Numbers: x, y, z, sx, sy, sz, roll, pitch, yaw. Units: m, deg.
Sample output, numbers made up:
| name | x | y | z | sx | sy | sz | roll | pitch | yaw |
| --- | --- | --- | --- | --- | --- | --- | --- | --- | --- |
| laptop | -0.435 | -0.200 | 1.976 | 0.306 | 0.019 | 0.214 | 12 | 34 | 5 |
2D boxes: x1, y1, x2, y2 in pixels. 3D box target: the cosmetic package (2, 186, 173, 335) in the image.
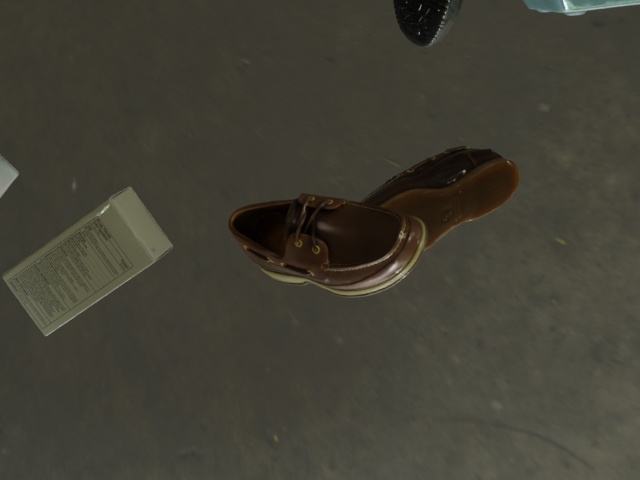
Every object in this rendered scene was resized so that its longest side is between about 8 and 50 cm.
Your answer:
| name | x | y | z | sx | sy | sz | roll | pitch | yaw |
| --- | --- | --- | --- | --- | --- | --- | --- | --- | --- |
| cosmetic package | -0.174 | 0.016 | 1.126 | 0.115 | 0.041 | 0.060 | -32 | 96 | 22 |

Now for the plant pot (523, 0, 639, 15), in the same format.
| name | x | y | z | sx | sy | sz | roll | pitch | yaw |
| --- | --- | --- | --- | --- | --- | --- | --- | --- | --- |
| plant pot | 0.314 | -0.388 | 1.703 | 0.247 | 0.248 | 0.252 | -8 | 102 | -7 |

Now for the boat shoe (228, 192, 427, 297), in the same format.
| name | x | y | z | sx | sy | sz | roll | pitch | yaw |
| --- | --- | --- | --- | --- | --- | --- | --- | --- | --- |
| boat shoe | 0.000 | 0.000 | 1.064 | 0.060 | 0.178 | 0.064 | 33 | 70 | -35 |

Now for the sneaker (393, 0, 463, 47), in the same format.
| name | x | y | z | sx | sy | sz | roll | pitch | yaw |
| --- | --- | --- | --- | --- | --- | --- | --- | --- | --- |
| sneaker | 0.096 | -0.207 | 0.932 | 0.089 | 0.051 | 0.170 | -25 | 133 | -35 |

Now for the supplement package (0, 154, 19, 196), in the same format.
| name | x | y | z | sx | sy | sz | roll | pitch | yaw |
| --- | --- | --- | --- | --- | --- | --- | --- | --- | --- |
| supplement package | -0.280 | -0.069 | 0.574 | 0.204 | 0.262 | 0.145 | 29 | 77 | 26 |

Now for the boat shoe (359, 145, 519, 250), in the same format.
| name | x | y | z | sx | sy | sz | roll | pitch | yaw |
| --- | --- | --- | --- | --- | --- | --- | --- | --- | --- |
| boat shoe | 0.098 | -0.038 | 1.468 | 0.207 | 0.073 | 0.073 | -21 | 126 | -34 |
